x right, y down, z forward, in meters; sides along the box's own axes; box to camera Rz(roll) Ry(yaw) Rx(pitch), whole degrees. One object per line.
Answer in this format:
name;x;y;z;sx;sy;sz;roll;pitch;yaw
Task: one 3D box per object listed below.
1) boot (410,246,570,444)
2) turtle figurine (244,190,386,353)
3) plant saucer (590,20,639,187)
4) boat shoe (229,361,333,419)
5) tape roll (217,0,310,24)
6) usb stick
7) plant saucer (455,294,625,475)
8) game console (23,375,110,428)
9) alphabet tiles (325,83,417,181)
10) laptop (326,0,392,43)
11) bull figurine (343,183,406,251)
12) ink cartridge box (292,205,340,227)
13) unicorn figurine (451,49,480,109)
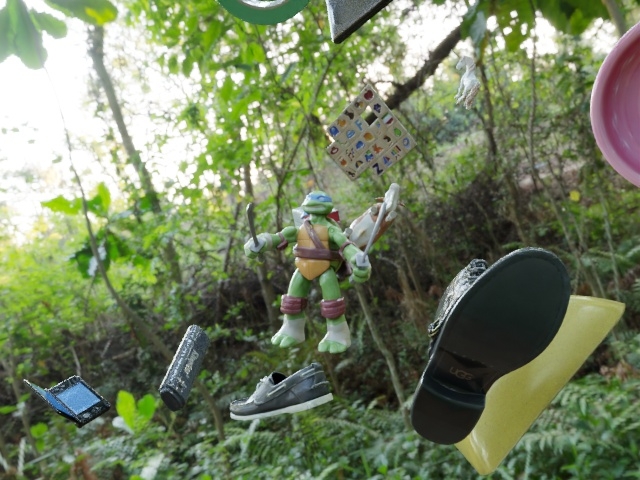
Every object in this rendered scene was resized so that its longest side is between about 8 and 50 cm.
boot;0.175;0.078;0.649;0.262;0.091;0.229;-64;-4;28
turtle figurine;-0.025;0.055;0.940;0.198;0.266;0.275;-2;8;-12
plant saucer;0.638;-0.234;0.956;0.332;0.332;0.084;-20;4;46
boat shoe;-0.081;0.284;1.064;0.233;0.079;0.084;-23;-9;33
tape roll;-0.153;-0.746;1.518;0.321;0.321;0.077;-20;29;15
usb stick;-0.320;0.297;1.363;0.045;0.077;0.278;-25;19;12
plant saucer;0.314;0.204;0.984;0.332;0.081;0.333;-48;-2;-4
game console;-0.481;0.294;1.089;0.122;0.071;0.107;27;35;29
alphabet tiles;0.118;-0.264;1.519;0.009;0.198;0.237;-37;-2;-45
laptop;0.201;-0.577;0.954;0.237;0.381;0.408;0;-13;-37
bull figurine;0.164;-0.054;1.844;0.310;0.101;0.188;-49;-6;4
ink cartridge box;0.000;0.000;1.497;0.072;0.175;0.127;-21;22;-26
unicorn figurine;0.389;-0.420;1.514;0.060;0.161;0.111;0;-52;-21
